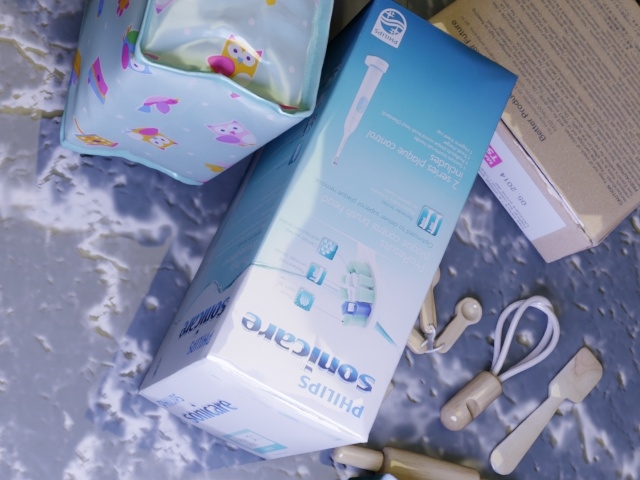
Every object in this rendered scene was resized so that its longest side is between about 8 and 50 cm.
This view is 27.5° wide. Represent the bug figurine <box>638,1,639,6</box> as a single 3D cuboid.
[{"bbox_3d":[0.298,-0.343,1.186,0.216,0.072,0.279,24,78,-39],"label":"bug figurine"}]

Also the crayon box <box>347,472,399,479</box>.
[{"bbox_3d":[0.094,0.359,0.990,0.323,0.083,0.203,43,67,-7],"label":"crayon box"}]

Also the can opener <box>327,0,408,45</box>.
[{"bbox_3d":[0.049,-0.259,1.104,0.074,0.093,0.280,18,66,-28],"label":"can opener"}]

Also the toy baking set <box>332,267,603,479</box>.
[{"bbox_3d":[0.120,0.120,1.082,0.256,0.030,0.196,21,71,-15],"label":"toy baking set"}]

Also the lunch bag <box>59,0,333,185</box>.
[{"bbox_3d":[-0.081,-0.196,0.976,0.160,0.223,0.262,18,70,-22],"label":"lunch bag"}]

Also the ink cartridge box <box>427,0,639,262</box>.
[{"bbox_3d":[0.209,-0.130,1.142,0.193,0.088,0.234,-38,92,-23],"label":"ink cartridge box"}]

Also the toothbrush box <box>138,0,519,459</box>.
[{"bbox_3d":[0.000,0.000,0.965,0.126,0.216,0.295,30,68,-12],"label":"toothbrush box"}]
